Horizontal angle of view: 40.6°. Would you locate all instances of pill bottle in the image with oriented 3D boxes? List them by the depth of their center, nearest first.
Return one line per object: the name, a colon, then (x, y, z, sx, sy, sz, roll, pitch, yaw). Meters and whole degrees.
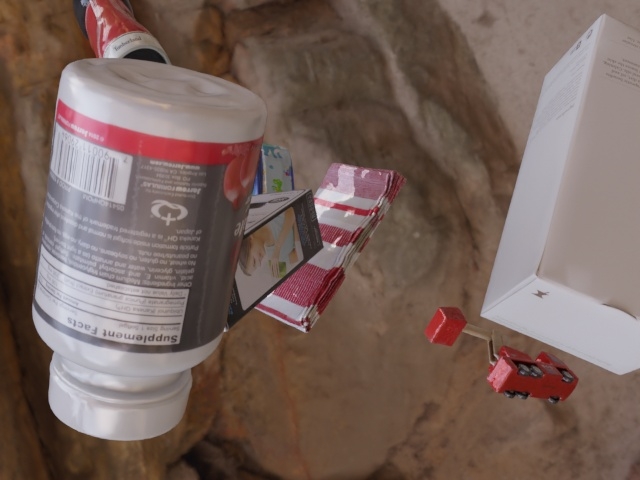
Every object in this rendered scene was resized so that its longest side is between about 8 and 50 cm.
pill bottle: (-0.161, 0.011, 0.777, 0.176, 0.176, 0.318, 38, 121, 49)

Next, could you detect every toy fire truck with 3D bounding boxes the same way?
toy fire truck: (0.252, 0.158, 1.198, 0.047, 0.192, 0.135, -62, 36, 22)

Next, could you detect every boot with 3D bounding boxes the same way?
boot: (-0.211, -0.178, 0.997, 0.176, 0.088, 0.244, 55, 164, 35)

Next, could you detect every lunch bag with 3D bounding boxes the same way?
lunch bag: (-0.128, -0.060, 1.490, 0.219, 0.090, 0.176, -45, 40, 47)

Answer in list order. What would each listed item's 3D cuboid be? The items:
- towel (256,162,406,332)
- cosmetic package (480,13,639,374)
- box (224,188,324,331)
towel: (0.000, 0.000, 1.587, 0.037, 0.329, 0.237, 38, 168, -29)
cosmetic package: (0.341, -0.055, 1.009, 0.197, 0.365, 0.155, 24, 156, -5)
box: (-0.129, 0.021, 1.056, 0.169, 0.290, 0.087, -6, 105, 23)
